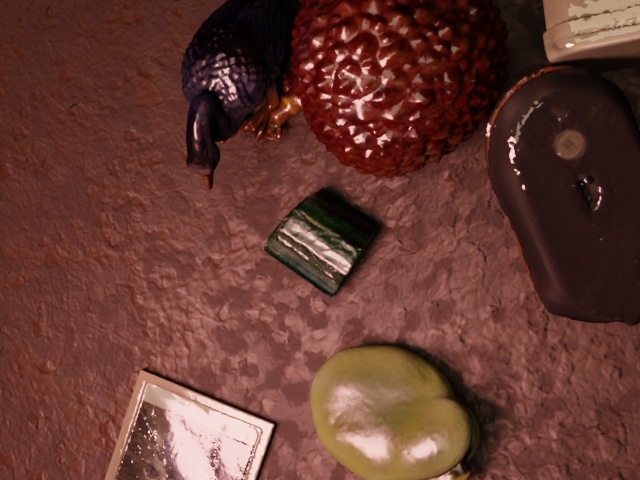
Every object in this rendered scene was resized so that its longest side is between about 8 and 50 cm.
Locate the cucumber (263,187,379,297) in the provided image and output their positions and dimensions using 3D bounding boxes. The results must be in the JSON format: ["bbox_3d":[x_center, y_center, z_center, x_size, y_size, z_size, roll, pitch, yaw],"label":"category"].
[{"bbox_3d":[0.000,0.000,1.422,0.115,0.062,0.116,35,99,10],"label":"cucumber"}]

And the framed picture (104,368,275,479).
[{"bbox_3d":[-0.194,0.336,1.490,0.208,0.019,0.281,18,94,15],"label":"framed picture"}]

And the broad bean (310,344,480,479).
[{"bbox_3d":[0.091,0.224,1.378,0.169,0.100,0.228,-48,65,2],"label":"broad bean"}]

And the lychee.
[{"bbox_3d":[0.074,-0.203,1.299,0.300,0.264,0.264,-21,83,2],"label":"lychee"}]

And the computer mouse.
[{"bbox_3d":[0.302,-0.052,1.297,0.182,0.116,0.323,-22,105,4],"label":"computer mouse"}]

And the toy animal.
[{"bbox_3d":[-0.102,-0.206,1.393,0.122,0.185,0.298,15,74,20],"label":"toy animal"}]

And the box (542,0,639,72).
[{"bbox_3d":[0.410,-0.390,1.260,0.351,0.177,0.344,-10,83,16],"label":"box"}]
